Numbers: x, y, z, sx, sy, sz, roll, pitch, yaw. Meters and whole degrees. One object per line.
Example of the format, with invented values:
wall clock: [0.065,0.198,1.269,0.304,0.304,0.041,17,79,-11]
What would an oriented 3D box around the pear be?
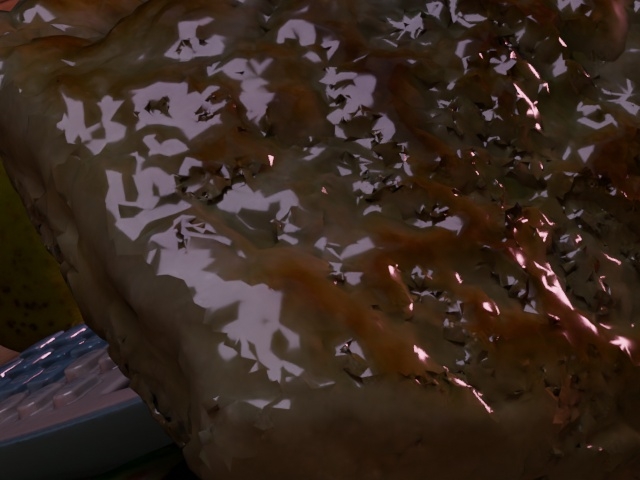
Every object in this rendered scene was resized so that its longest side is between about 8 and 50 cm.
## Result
pear: [-0.193,-0.042,1.183,0.255,0.238,0.164,-25,18,-25]

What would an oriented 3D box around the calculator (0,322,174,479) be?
calculator: [-0.130,0.087,0.967,0.386,0.054,0.256,-14,14,32]

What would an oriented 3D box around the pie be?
pie: [0.047,-0.049,0.657,0.418,0.180,0.395,-22,43,-37]

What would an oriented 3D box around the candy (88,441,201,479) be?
candy: [-0.011,0.116,0.609,0.203,0.078,0.141,-7,17,-26]
